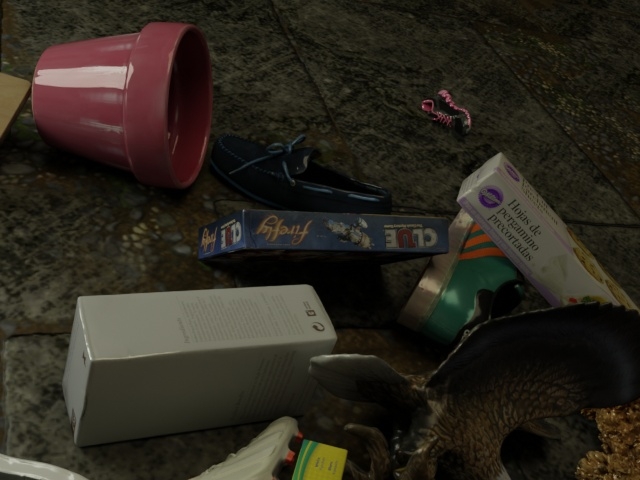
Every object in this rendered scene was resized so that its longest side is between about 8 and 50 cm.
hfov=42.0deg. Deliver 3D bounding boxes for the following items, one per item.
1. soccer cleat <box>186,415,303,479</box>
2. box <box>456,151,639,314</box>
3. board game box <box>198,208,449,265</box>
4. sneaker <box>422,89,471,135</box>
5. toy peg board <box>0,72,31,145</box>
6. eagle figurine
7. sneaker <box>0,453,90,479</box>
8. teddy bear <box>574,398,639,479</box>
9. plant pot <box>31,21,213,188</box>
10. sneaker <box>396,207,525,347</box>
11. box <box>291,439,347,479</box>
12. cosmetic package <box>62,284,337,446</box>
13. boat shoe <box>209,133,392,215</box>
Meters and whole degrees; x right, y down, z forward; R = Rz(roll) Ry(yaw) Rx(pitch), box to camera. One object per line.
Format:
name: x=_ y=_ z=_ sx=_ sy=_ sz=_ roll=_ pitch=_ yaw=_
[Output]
soccer cleat: x=-0.079 y=0.210 z=0.706 sx=0.076 sy=0.068 sz=0.196 roll=25 pitch=38 yaw=11
box: x=0.294 y=0.039 z=1.000 sx=0.324 sy=0.063 sz=0.067 roll=47 pitch=29 yaw=-7
board game box: x=0.000 y=0.000 z=0.952 sx=0.243 sy=0.165 sz=0.042 roll=2 pitch=83 yaw=-24
sneaker: x=0.215 y=-0.214 z=1.438 sx=0.057 sy=0.047 sz=0.119 roll=-15 pitch=42 yaw=-19
toy peg board: x=-0.447 y=-0.131 z=0.982 sx=0.161 sy=0.079 sz=0.161 roll=16 pitch=51 yaw=-5
eagle figurine: x=0.150 y=0.162 z=0.780 sx=0.226 sy=0.225 sz=0.298 roll=21 pitch=41 yaw=39
sneaker: x=-0.253 y=0.222 z=0.578 sx=0.295 sy=0.105 sz=0.147 roll=20 pitch=37 yaw=10
teddy bear: x=0.380 y=0.258 z=0.854 sx=0.245 sy=0.113 sz=0.338 roll=6 pitch=30 yaw=-31
plant pot: x=-0.245 y=-0.172 z=1.035 sx=0.180 sy=0.201 sz=0.201 roll=6 pitch=35 yaw=7
sneaker: x=0.198 y=0.038 z=1.046 sx=0.121 sy=0.108 sz=0.302 roll=31 pitch=41 yaw=6
box: x=-0.021 y=0.256 z=0.637 sx=0.043 sy=0.105 sz=0.179 roll=13 pitch=35 yaw=3
cosmetic package: x=-0.112 y=0.111 z=0.776 sx=0.231 sy=0.117 sz=0.085 roll=0 pitch=39 yaw=-28
boat shoe: x=-0.020 y=-0.091 z=1.110 sx=0.258 sy=0.089 sz=0.109 roll=23 pitch=35 yaw=4
